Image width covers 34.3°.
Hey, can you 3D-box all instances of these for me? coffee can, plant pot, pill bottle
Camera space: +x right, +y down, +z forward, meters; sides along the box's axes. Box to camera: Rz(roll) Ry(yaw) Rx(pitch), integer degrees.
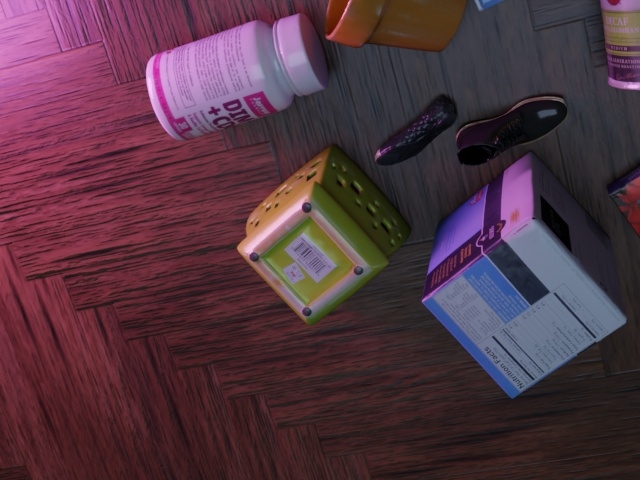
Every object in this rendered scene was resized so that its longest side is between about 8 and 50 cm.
[{"bbox_3d":[0.530,-0.390,1.595,0.201,0.201,0.275,-8,109,14],"label":"coffee can"},{"bbox_3d":[0.000,0.000,1.845,0.227,0.207,0.228,-39,98,22],"label":"plant pot"},{"bbox_3d":[-0.140,-0.284,1.786,0.283,0.160,0.160,-16,107,16],"label":"pill bottle"},{"bbox_3d":[0.129,-0.395,1.686,0.188,0.205,0.205,17,114,-13],"label":"plant pot"}]

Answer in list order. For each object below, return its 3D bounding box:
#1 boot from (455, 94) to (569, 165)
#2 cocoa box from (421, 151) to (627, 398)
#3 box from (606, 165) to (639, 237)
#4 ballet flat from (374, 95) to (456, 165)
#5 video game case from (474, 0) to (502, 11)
[{"bbox_3d":[0.324,-0.176,1.752,0.198,0.137,0.077,-22,105,17],"label":"boot"},{"bbox_3d":[0.333,0.047,1.721,0.228,0.347,0.231,-40,100,22],"label":"cocoa box"},{"bbox_3d":[0.660,-0.028,1.786,0.201,0.057,0.293,-35,101,20],"label":"box"},{"bbox_3d":[0.167,-0.189,1.835,0.173,0.049,0.057,-35,146,21],"label":"ballet flat"},{"bbox_3d":[0.303,-0.510,1.689,0.193,0.023,0.212,-23,105,18],"label":"video game case"}]
